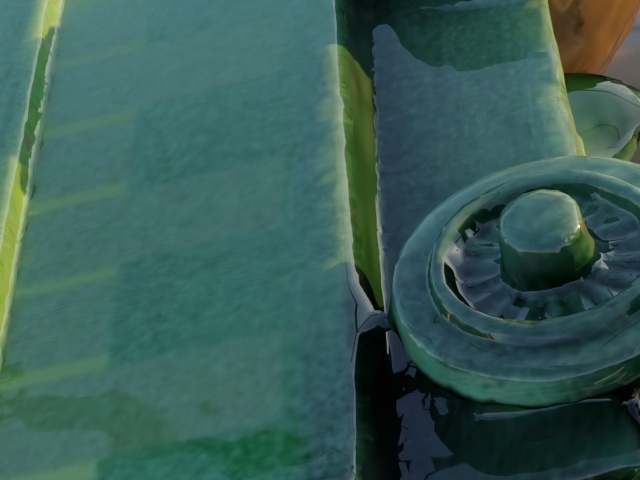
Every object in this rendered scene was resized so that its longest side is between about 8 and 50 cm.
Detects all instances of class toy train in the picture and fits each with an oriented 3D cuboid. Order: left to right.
[{"bbox_3d":[0.000,0.000,0.454,0.202,0.120,0.301,-13,40,10],"label":"toy train"}]

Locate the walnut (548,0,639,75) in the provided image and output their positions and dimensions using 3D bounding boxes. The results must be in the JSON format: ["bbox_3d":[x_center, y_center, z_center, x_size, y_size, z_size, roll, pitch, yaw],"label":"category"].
[{"bbox_3d":[-0.007,-0.219,0.756,0.308,0.354,0.398,-16,71,40],"label":"walnut"}]
